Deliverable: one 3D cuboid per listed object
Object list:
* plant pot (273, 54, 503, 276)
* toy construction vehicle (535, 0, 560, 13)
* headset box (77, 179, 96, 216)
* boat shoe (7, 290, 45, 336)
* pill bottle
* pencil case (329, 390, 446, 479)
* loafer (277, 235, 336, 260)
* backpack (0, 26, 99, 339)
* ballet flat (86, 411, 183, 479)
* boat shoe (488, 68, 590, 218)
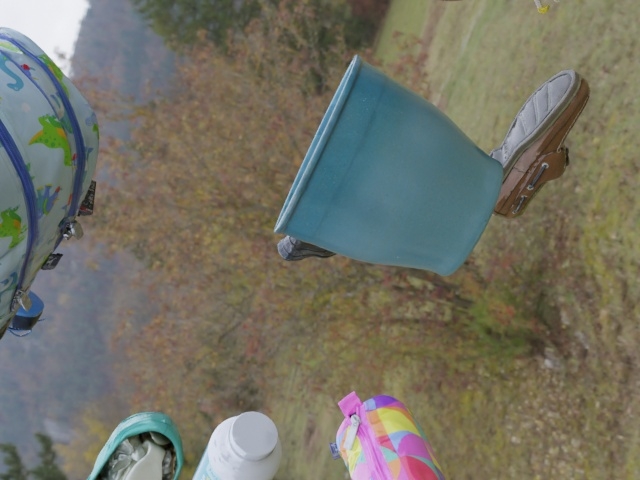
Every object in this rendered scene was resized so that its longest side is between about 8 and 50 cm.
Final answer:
[{"bbox_3d":[0.106,-0.083,1.153,0.271,0.255,0.272,-156,90,-85],"label":"plant pot"},{"bbox_3d":[0.340,-0.399,1.219,0.086,0.035,0.098,-53,-40,-46],"label":"toy construction vehicle"},{"bbox_3d":[-0.511,-0.092,1.726,0.032,0.062,0.083,-8,72,34],"label":"headset box"},{"bbox_3d":[-0.579,0.134,1.535,0.258,0.109,0.089,22,89,64],"label":"boat shoe"},{"bbox_3d":[-0.162,0.443,1.617,0.264,0.146,0.146,114,166,-45],"label":"pill bottle"},{"bbox_3d":[0.082,0.255,0.817,0.236,0.104,0.104,-122,47,-60],"label":"pencil case"},{"bbox_3d":[0.000,0.000,1.613,0.061,0.170,0.062,-44,68,48],"label":"loafer"},{"bbox_3d":[-0.391,-0.062,0.871,0.273,0.290,0.355,-38,-5,-28],"label":"backpack"},{"bbox_3d":[-0.188,0.256,0.682,0.247,0.083,0.087,-65,12,-22],"label":"ballet flat"},{"bbox_3d":[0.375,-0.159,1.403,0.307,0.104,0.111,-56,14,45],"label":"boat shoe"}]
